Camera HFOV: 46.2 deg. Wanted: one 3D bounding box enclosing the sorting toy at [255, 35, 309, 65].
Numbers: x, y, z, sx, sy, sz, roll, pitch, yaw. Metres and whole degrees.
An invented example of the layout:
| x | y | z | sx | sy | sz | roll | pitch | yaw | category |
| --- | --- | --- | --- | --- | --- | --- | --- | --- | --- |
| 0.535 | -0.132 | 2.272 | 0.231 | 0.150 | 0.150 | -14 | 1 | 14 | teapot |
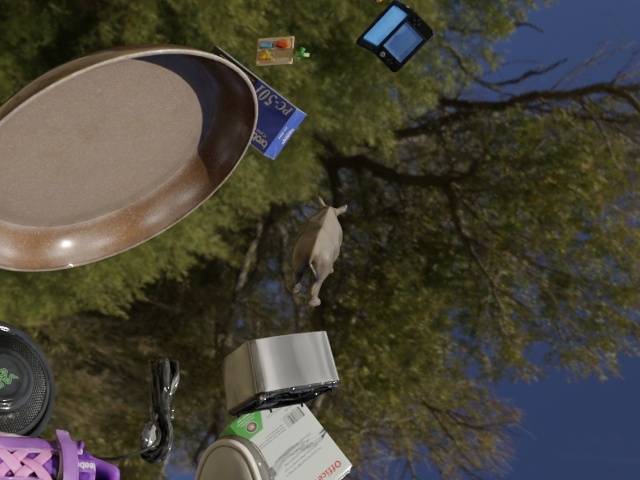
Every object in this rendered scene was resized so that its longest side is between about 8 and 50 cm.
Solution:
| x | y | z | sx | sy | sz | roll | pitch | yaw | category |
| --- | --- | --- | --- | --- | --- | --- | --- | --- | --- |
| -0.057 | -0.294 | 1.152 | 0.083 | 0.012 | 0.062 | -2 | -122 | 8 | sorting toy |

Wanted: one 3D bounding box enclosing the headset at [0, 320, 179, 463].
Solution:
| x | y | z | sx | sy | sz | roll | pitch | yaw | category |
| --- | --- | --- | --- | --- | --- | --- | --- | --- | --- |
| -0.345 | 0.161 | 0.773 | 0.243 | 0.394 | 0.185 | 125 | -26 | -46 | headset |

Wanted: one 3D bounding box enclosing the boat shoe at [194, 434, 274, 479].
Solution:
| x | y | z | sx | sy | sz | roll | pitch | yaw | category |
| --- | --- | --- | --- | --- | --- | --- | --- | --- | --- |
| -0.096 | 0.390 | 1.006 | 0.112 | 0.335 | 0.095 | 4 | -159 | 21 | boat shoe |

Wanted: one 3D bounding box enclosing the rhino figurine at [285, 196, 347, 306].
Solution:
| x | y | z | sx | sy | sz | roll | pitch | yaw | category |
| --- | --- | --- | --- | --- | --- | --- | --- | --- | --- |
| 0.000 | 0.000 | 1.243 | 0.243 | 0.073 | 0.106 | -70 | 172 | -60 | rhino figurine |

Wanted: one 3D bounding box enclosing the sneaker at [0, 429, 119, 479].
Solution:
| x | y | z | sx | sy | sz | roll | pitch | yaw | category |
| --- | --- | --- | --- | --- | --- | --- | --- | --- | --- |
| -0.249 | 0.194 | 0.624 | 0.105 | 0.236 | 0.095 | -16 | -124 | 12 | sneaker |

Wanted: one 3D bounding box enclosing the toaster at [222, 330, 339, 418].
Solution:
| x | y | z | sx | sy | sz | roll | pitch | yaw | category |
| --- | --- | --- | --- | --- | --- | --- | --- | --- | --- |
| -0.072 | 0.238 | 1.331 | 0.186 | 0.168 | 0.110 | -42 | -123 | 56 | toaster |

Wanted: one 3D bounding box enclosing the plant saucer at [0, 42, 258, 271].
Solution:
| x | y | z | sx | sy | sz | roll | pitch | yaw | category |
| --- | --- | --- | --- | --- | --- | --- | --- | --- | --- |
| -0.206 | -0.081 | 0.728 | 0.310 | 0.311 | 0.050 | -42 | -111 | 23 | plant saucer |

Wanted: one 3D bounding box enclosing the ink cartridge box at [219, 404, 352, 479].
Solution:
| x | y | z | sx | sy | sz | roll | pitch | yaw | category |
| --- | --- | --- | --- | --- | --- | --- | --- | --- | --- |
| -0.066 | 0.401 | 1.422 | 0.153 | 0.208 | 0.087 | -32 | 167 | -33 | ink cartridge box |

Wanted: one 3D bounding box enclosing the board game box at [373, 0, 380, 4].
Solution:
| x | y | z | sx | sy | sz | roll | pitch | yaw | category |
| --- | --- | --- | --- | --- | --- | --- | --- | --- | --- |
| 0.072 | -0.558 | 1.358 | 0.136 | 0.260 | 0.030 | -31 | -139 | 31 | board game box |

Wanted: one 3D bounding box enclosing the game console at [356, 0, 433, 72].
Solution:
| x | y | z | sx | sy | sz | roll | pitch | yaw | category |
| --- | --- | --- | --- | --- | --- | --- | --- | --- | --- |
| 0.155 | -0.421 | 1.554 | 0.122 | 0.107 | 0.071 | -43 | -174 | 26 | game console |

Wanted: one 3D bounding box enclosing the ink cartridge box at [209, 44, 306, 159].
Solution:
| x | y | z | sx | sy | sz | roll | pitch | yaw | category |
| --- | --- | --- | --- | --- | --- | --- | --- | --- | --- |
| -0.133 | -0.241 | 1.303 | 0.207 | 0.046 | 0.097 | 41 | -81 | 19 | ink cartridge box |
